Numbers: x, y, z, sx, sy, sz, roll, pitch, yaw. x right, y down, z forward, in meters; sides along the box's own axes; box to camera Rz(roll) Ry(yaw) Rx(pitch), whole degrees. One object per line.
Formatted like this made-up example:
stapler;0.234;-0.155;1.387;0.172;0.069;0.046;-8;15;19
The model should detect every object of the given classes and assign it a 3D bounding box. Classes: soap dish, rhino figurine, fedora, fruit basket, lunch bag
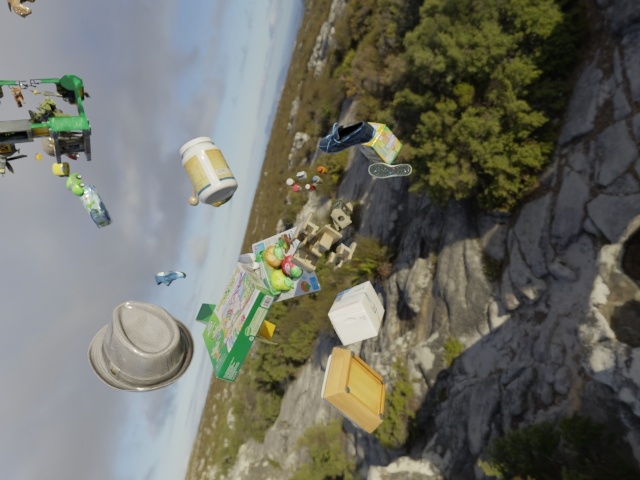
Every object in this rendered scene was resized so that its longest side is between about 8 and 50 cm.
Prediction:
soap dish;0.144;0.597;1.749;0.118;0.291;0.229;-30;27;34
rhino figurine;-1.048;-0.435;1.713;0.073;0.106;0.244;-32;71;51
fedora;-0.447;0.241;1.088;0.275;0.243;0.124;38;134;28
fruit basket;-0.188;0.132;2.162;0.353;0.165;0.327;-19;90;42
lunch bag;-1.178;-0.176;2.274;0.219;0.090;0.176;61;157;1

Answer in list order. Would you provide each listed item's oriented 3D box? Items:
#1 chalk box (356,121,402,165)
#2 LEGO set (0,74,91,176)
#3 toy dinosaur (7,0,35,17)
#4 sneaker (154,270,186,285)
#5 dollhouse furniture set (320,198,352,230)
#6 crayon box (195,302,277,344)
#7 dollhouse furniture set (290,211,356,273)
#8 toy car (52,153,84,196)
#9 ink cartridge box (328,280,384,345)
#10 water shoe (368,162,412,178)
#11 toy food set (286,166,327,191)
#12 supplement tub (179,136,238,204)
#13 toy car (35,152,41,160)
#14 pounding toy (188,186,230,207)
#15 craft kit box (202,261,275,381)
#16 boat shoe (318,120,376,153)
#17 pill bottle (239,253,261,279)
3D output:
chalk box;0.293;-0.449;2.096;0.132;0.213;0.132;26;82;49
LEGO set;-0.833;-0.339;1.283;0.255;0.331;0.192;59;146;11
toy dinosaur;-0.729;-0.593;1.035;0.112;0.064;0.211;-52;50;6
sneaker;-0.751;0.193;2.179;0.063;0.162;0.073;38;-134;-78
dollhouse furniture set;0.063;-0.123;2.132;0.161;0.101;0.182;-34;21;22
crayon box;-0.326;0.331;1.730;0.318;0.202;0.081;-2;60;44
dollhouse furniture set;0.000;0.000;1.680;0.242;0.212;0.161;-42;19;51
toy car;-1.034;-0.282;1.789;0.239;0.053;0.225;-39;71;34
ink cartridge box;0.164;0.324;1.946;0.168;0.171;0.233;62;-158;-9
water shoe;0.329;-0.320;2.050;0.080;0.203;0.073;26;-111;-73
toy food set;-0.077;-0.320;2.313;0.104;0.232;0.111;4;-106;-75
supplement tub;-0.391;-0.242;1.513;0.200;0.144;0.144;62;161;7
toy car;-0.935;-0.304;1.366;0.040;0.060;0.122;5;116;41
pounding toy;-0.537;-0.234;2.209;0.110;0.236;0.183;52;134;42
craft kit box;-0.232;0.211;1.189;0.250;0.060;0.246;-63;25;2
boat shoe;0.089;-0.410;1.662;0.258;0.089;0.109;-13;56;37
pill bottle;-0.346;0.165;2.120;0.108;0.108;0.194;-142;45;-77
